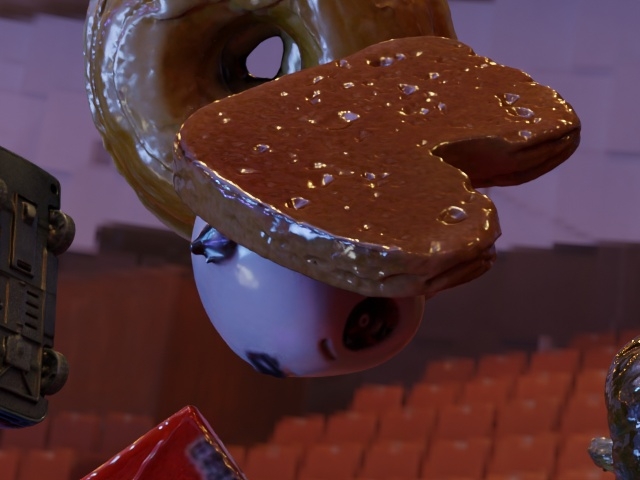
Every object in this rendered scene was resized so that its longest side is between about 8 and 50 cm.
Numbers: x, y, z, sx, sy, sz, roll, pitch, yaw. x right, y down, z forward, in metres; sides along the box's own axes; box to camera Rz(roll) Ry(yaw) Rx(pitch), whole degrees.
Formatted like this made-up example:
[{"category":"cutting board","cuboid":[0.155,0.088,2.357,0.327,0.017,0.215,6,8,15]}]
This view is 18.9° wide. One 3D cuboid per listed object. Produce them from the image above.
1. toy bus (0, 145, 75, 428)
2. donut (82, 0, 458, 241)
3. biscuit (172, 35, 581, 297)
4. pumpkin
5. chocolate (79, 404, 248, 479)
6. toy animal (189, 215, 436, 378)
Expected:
[{"category":"toy bus","cuboid":[-0.307,0.047,1.728,0.134,0.246,0.113,-14,-27,29]},{"category":"donut","cuboid":[-0.061,-0.195,2.147,0.449,0.448,0.198,1,9,17]},{"category":"biscuit","cuboid":[0.055,-0.047,1.236,0.277,0.052,0.262,-25,36,-37]},{"category":"pumpkin","cuboid":[0.312,0.178,1.693,0.162,0.219,0.219,-9,-23,20]},{"category":"chocolate","cuboid":[-0.150,0.405,1.857,0.341,0.360,0.161,-36,-17,-1]},{"category":"toy animal","cuboid":[0.008,-0.003,1.419,0.165,0.187,0.235,-11,19,33]}]
